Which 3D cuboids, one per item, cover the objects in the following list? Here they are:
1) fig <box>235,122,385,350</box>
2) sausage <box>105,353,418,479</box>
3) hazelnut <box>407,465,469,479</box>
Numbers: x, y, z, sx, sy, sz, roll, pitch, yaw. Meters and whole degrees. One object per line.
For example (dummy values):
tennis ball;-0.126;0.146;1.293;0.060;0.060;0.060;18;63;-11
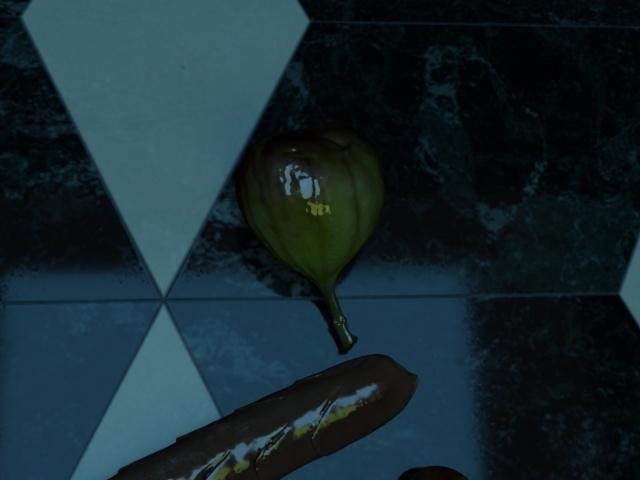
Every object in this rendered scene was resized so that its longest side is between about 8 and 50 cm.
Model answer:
fig;0.007;-0.012;0.859;0.160;0.143;0.230;-12;72;-41
sausage;-0.098;0.219;0.818;0.433;0.088;0.088;-26;78;-12
hazelnut;0.114;0.263;0.830;0.086;0.086;0.086;1;74;-5
